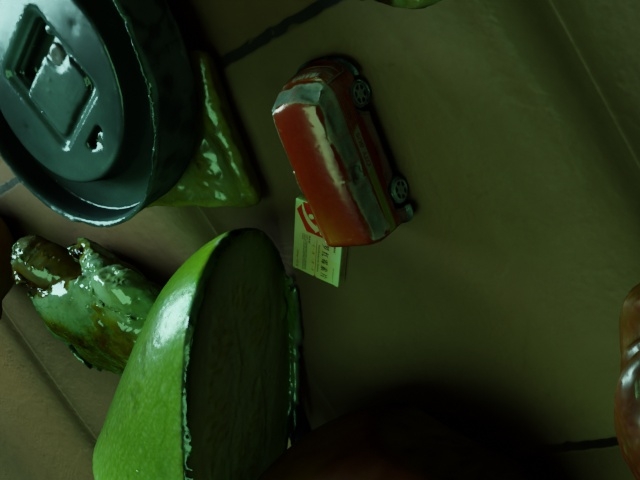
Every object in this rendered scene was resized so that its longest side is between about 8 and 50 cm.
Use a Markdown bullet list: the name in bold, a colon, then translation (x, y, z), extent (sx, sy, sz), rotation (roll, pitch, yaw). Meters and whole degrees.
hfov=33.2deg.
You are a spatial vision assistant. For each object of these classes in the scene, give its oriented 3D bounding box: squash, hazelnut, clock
- **squash**: translation (-0.094, 0.146, 1.129), extent (0.210, 0.233, 0.309), rotation (39, 120, 13)
- **hazelnut**: translation (0.078, 0.350, 1.082), extent (0.365, 0.366, 0.366), rotation (21, 132, 25)
- **clock**: translation (-0.259, -0.173, 1.104), extent (0.325, 0.067, 0.325), rotation (23, 128, 33)

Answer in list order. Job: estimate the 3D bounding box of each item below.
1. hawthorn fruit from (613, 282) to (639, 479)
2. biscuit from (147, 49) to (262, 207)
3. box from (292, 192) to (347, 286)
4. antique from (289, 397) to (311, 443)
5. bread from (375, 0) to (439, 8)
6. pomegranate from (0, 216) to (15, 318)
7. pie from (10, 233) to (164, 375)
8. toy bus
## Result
- **hawthorn fruit**: translation (0.362, 0.105, 0.739), extent (0.298, 0.277, 0.277), rotation (28, 138, -8)
- **biscuit**: translation (-0.153, -0.108, 1.125), extent (0.183, 0.039, 0.174), rotation (-3, 120, 39)
- **box**: translation (0.000, 0.000, 1.104), extent (0.058, 0.015, 0.093), rotation (22, 133, 22)
- **antique**: translation (-0.049, 0.168, 1.272), extent (0.031, 0.015, 0.192), rotation (1, 121, 37)
- **bread**: translation (-0.027, -0.336, 0.758), extent (0.324, 0.167, 0.278), rotation (16, 130, 17)
- **pomegranate**: translation (-0.505, 0.037, 1.393), extent (0.209, 0.209, 0.209), rotation (21, 132, 25)
- **pie**: translation (-0.242, 0.106, 1.330), extent (0.274, 0.105, 0.257), rotation (14, 144, 33)
- **toy bus**: translation (0.016, -0.077, 0.988), extent (0.079, 0.077, 0.174), rotation (-4, 119, 40)
